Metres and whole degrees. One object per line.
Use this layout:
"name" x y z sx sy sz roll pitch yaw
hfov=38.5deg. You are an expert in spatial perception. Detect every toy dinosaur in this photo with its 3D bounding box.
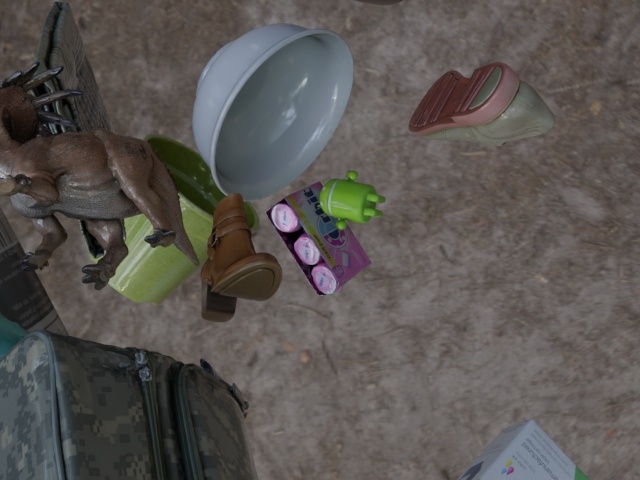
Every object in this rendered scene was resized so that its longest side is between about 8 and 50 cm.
"toy dinosaur" -0.238 -0.074 0.918 0.127 0.296 0.200 -48 37 40

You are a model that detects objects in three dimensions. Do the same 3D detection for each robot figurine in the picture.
"robot figurine" 0.049 -0.067 1.545 0.115 0.067 0.101 14 95 25

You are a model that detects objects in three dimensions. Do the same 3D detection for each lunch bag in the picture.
"lunch bag" -0.151 0.242 0.744 0.212 0.256 0.305 -41 47 26

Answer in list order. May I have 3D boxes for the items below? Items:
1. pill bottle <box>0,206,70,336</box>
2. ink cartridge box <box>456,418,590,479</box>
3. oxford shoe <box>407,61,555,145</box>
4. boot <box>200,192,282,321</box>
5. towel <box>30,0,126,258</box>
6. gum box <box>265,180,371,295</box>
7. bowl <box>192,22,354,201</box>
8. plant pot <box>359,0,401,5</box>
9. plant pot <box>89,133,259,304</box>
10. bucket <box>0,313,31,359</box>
"pill bottle" -0.401 0.135 1.078 0.204 0.204 0.361 -18 102 30
"ink cartridge box" 0.218 0.339 1.065 0.154 0.212 0.093 48 156 6
"oxford shoe" 0.279 -0.221 1.675 0.140 0.146 0.397 -60 16 -2
"boot" -0.107 0.007 1.179 0.197 0.073 0.152 -33 47 53
"towel" -0.359 -0.175 1.406 0.056 0.324 0.312 -11 125 -2
"gum box" 0.000 0.000 1.630 0.062 0.107 0.188 -36 86 41
"bowl" -0.095 -0.218 1.405 0.134 0.298 0.298 39 108 25
"plant pot" 0.052 -0.514 1.593 0.215 0.230 0.215 11 111 32
"plant pot" -0.304 -0.022 1.781 0.254 0.276 0.276 -48 65 15
"bucket" -0.405 0.144 0.836 0.183 0.281 0.281 36 108 2
